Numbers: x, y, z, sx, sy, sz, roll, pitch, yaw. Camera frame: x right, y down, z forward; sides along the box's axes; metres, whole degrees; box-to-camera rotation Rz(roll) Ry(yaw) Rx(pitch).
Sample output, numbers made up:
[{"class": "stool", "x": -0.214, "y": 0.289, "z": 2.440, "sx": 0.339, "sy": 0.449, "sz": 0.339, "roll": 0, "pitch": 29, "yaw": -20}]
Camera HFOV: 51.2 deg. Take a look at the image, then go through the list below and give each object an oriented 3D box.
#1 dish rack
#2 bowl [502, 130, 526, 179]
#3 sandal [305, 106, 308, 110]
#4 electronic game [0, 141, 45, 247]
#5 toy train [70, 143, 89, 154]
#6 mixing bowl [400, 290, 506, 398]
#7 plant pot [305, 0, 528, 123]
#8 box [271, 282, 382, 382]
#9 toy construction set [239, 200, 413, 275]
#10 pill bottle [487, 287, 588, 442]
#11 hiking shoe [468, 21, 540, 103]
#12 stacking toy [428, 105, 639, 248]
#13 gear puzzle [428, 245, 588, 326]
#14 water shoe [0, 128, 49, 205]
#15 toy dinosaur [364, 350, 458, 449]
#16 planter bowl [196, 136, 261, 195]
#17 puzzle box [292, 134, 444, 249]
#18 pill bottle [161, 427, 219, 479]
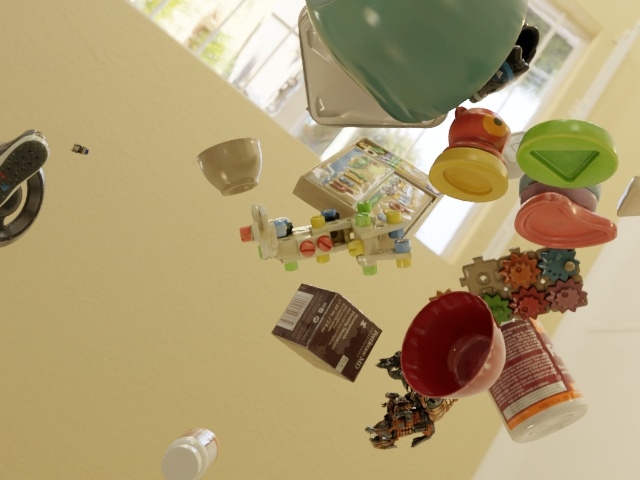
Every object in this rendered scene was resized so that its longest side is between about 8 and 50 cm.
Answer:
[{"class": "dish rack", "x": 0.103, "y": -0.365, "z": 1.425, "sx": 0.072, "sy": 0.333, "sz": 0.285, "roll": -52, "pitch": 141, "yaw": -54}, {"class": "bowl", "x": 0.556, "y": -0.252, "z": 1.904, "sx": 0.142, "sy": 0.141, "sz": 0.053, "roll": -16, "pitch": 151, "yaw": -7}, {"class": "sandal", "x": 0.026, "y": -0.370, "z": 1.861, "sx": 0.090, "sy": 0.060, "sz": 0.219, "roll": -43, "pitch": 171, "yaw": 13}, {"class": "electronic game", "x": -0.671, "y": -0.093, "z": 1.405, "sx": 0.229, "sy": 0.048, "sz": 0.229, "roll": -52, "pitch": 151, "yaw": -45}, {"class": "toy train", "x": -0.701, "y": -0.264, "z": 1.948, "sx": 0.158, "sy": 0.036, "sz": 0.027, "roll": 19, "pitch": -95, "yaw": 63}, {"class": "mixing bowl", "x": 0.230, "y": 0.183, "z": 1.085, "sx": 0.181, "sy": 0.098, "sz": 0.181, "roll": -32, "pitch": -140, "yaw": 32}, {"class": "plant pot", "x": 0.119, "y": -0.361, "z": 1.005, "sx": 0.293, "sy": 0.235, "sz": 0.292, "roll": -31, "pitch": -135, "yaw": 37}, {"class": "box", "x": 0.017, "y": 0.242, "z": 1.775, "sx": 0.167, "sy": 0.203, "sz": 0.168, "roll": 9, "pitch": -117, "yaw": 52}, {"class": "toy construction set", "x": 0.000, "y": 0.000, "z": 1.306, "sx": 0.215, "sy": 0.328, "sz": 0.151, "roll": -130, "pitch": -136, "yaw": -69}, {"class": "pill bottle", "x": 0.549, "y": 0.339, "z": 1.869, "sx": 0.224, "sy": 0.224, "sz": 0.392, "roll": -46, "pitch": -128, "yaw": 33}, {"class": "hiking shoe", "x": 0.352, "y": -0.360, "z": 1.242, "sx": 0.132, "sy": 0.113, "sz": 0.304, "roll": -15, "pitch": -146, "yaw": 38}, {"class": "stacking toy", "x": 0.357, "y": -0.119, "z": 1.011, "sx": 0.280, "sy": 0.309, "sz": 0.130, "roll": -22, "pitch": -134, "yaw": 56}, {"class": "gear puzzle", "x": 0.394, "y": 0.110, "z": 1.449, "sx": 0.339, "sy": 0.175, "sz": 0.044, "roll": -14, "pitch": -161, "yaw": 17}, {"class": "water shoe", "x": -0.541, "y": -0.109, "z": 1.120, "sx": 0.203, "sy": 0.073, "sz": 0.080, "roll": -34, "pitch": -146, "yaw": -2}, {"class": "toy dinosaur", "x": 0.247, "y": 0.389, "z": 1.683, "sx": 0.322, "sy": 0.218, "sz": 0.164, "roll": -32, "pitch": -173, "yaw": -31}, {"class": "planter bowl", "x": -0.215, "y": -0.176, "z": 1.670, "sx": 0.162, "sy": 0.109, "sz": 0.162, "roll": -19, "pitch": 174, "yaw": -2}, {"class": "puzzle box", "x": 0.136, "y": -0.118, "z": 1.588, "sx": 0.052, "sy": 0.272, "sz": 0.409, "roll": -61, "pitch": 171, "yaw": 30}, {"class": "pill bottle", "x": -0.357, "y": 0.593, "z": 1.835, "sx": 0.121, "sy": 0.121, "sz": 0.221, "roll": -51, "pitch": 174, "yaw": -2}]
